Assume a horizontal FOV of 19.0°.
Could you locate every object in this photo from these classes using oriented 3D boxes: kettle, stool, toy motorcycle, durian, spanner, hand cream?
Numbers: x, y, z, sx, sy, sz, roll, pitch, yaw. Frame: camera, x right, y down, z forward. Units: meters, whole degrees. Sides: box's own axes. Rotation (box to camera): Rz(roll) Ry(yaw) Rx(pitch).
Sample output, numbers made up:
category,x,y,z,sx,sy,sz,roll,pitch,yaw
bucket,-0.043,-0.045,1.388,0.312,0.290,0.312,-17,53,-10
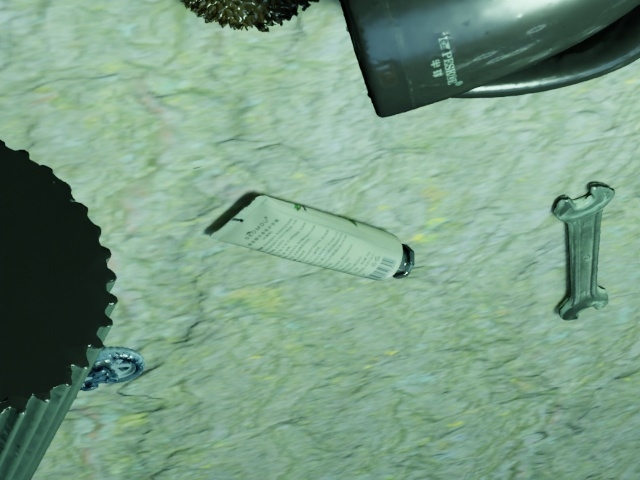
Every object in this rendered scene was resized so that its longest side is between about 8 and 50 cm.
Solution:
category,x,y,z,sx,sy,sz,roll,pitch,yaw
kettle,0.153,-0.211,1.444,0.290,0.207,0.268,-17,140,0
stool,-0.349,0.113,1.618,0.297,0.297,0.330,-6,147,-24
toy motorcycle,-0.304,0.118,1.885,0.254,0.092,0.135,16,145,-35
durian,-0.044,-0.202,1.511,0.140,0.071,0.110,-14,152,-22
spanner,0.299,0.015,2.160,0.071,0.017,0.302,-19,151,-2
hand cream,0.000,0.000,1.920,0.234,0.050,0.080,15,137,-41

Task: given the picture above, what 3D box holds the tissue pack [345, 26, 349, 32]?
category,x,y,z,sx,sy,sz,roll,pitch,yaw
tissue pack,0.078,-0.196,1.596,0.111,0.079,0.085,14,102,-48
